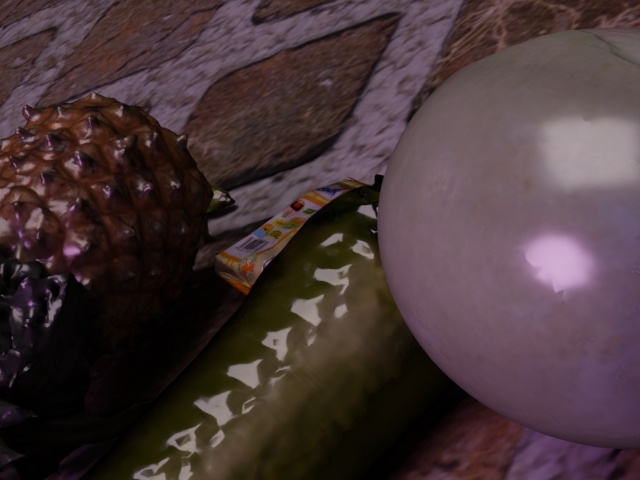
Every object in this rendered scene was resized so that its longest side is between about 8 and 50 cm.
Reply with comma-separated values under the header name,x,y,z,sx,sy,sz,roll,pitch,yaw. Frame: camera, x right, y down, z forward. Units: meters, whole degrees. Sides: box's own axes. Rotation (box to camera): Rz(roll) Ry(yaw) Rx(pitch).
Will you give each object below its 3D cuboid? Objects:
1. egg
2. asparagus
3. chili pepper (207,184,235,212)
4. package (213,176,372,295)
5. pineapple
name,x,y,z,sx,sy,sz,roll,pitch,yaw
egg,0.116,-0.006,0.869,0.217,0.183,0.183,21,58,44
asparagus,-0.048,0.112,0.964,0.382,0.108,0.128,-46,27,-22
chili pepper,-0.150,-0.011,1.392,0.208,0.043,0.049,-24,14,22
package,-0.002,0.001,1.196,0.120,0.031,0.108,-36,24,-16
pineapple,-0.168,0.066,1.139,0.165,0.165,0.364,-21,30,27
